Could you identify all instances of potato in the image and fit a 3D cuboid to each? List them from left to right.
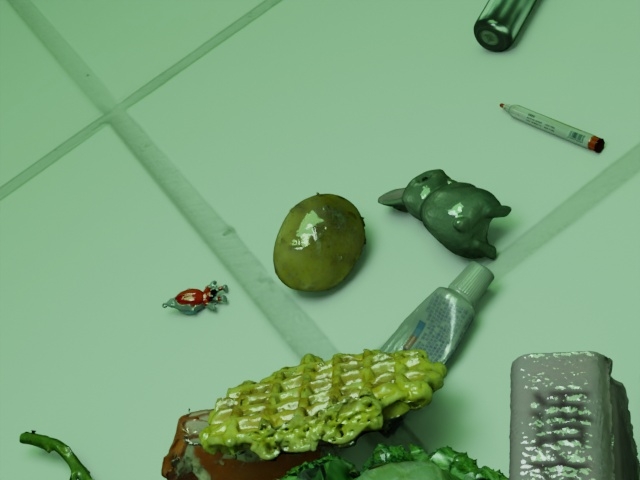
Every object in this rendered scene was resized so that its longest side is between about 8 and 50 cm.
[{"bbox_3d":[0.000,0.000,1.594,0.137,0.137,0.176,3,54,30],"label":"potato"}]

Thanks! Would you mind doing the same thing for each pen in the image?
[{"bbox_3d":[0.377,-0.191,1.643,0.026,0.026,0.218,-43,44,-14],"label":"pen"}]

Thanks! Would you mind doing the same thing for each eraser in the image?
[{"bbox_3d":[0.271,0.337,1.032,0.122,0.272,0.359,-6,50,21],"label":"eraser"}]

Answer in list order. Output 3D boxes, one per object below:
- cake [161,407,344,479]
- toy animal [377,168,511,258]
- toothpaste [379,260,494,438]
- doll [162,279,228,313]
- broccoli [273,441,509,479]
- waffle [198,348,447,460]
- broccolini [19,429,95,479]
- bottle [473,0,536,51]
[{"bbox_3d":[-0.091,0.282,1.397,0.287,0.135,0.098,-19,28,-2],"label":"cake"},{"bbox_3d":[0.183,-0.060,1.554,0.236,0.138,0.108,35,106,40],"label":"toy animal"},{"bbox_3d":[0.151,0.148,1.430,0.282,0.068,0.099,-51,16,-8],"label":"toothpaste"},{"bbox_3d":[-0.211,0.099,1.676,0.114,0.039,0.057,-12,73,7],"label":"doll"},{"bbox_3d":[0.048,0.383,1.076,0.413,0.310,0.321,-2,73,-17],"label":"broccoli"},{"bbox_3d":[0.003,0.209,1.308,0.311,0.060,0.307,-8,12,38],"label":"waffle"},{"bbox_3d":[-0.398,0.384,1.493,0.123,0.062,0.271,-32,47,-25],"label":"broccolini"},{"bbox_3d":[0.373,-0.457,1.857,0.096,0.079,0.254,30,62,1],"label":"bottle"}]
